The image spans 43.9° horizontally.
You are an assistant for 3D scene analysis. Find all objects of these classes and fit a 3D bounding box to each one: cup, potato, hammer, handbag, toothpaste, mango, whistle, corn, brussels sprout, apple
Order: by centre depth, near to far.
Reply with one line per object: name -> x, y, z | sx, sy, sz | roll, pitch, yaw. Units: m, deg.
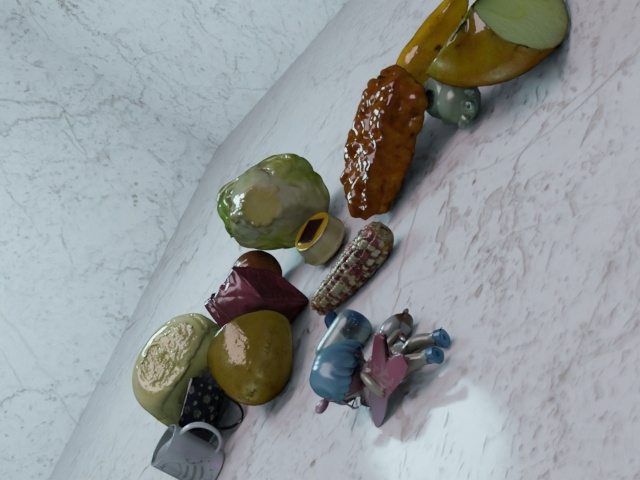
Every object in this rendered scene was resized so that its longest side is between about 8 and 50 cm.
apple -> 0.324, -0.393, 1.463 | 0.254, 0.179, 0.346 | 6, 39, 28
hammer -> 0.034, 0.169, 1.494 | 0.116, 0.069, 0.194 | -56, 12, 5
corn -> 0.059, 0.061, 1.588 | 0.237, 0.079, 0.079 | -49, 19, 26
whistle -> 0.265, -0.292, 1.617 | 0.244, 0.092, 0.110 | -126, 39, -68
potato -> -0.134, 0.267, 1.642 | 0.203, 0.178, 0.158 | -33, 40, 8
cup -> -0.277, 0.460, 1.702 | 0.136, 0.133, 0.099 | -41, 22, 42
handbag -> -0.237, 0.373, 1.759 | 0.072, 0.139, 0.115 | 75, -152, -70
handbag -> -0.143, 0.144, 1.767 | 0.135, 0.146, 0.225 | -53, -25, 14
toothpaste -> -0.275, 0.413, 1.837 | 0.099, 0.068, 0.282 | 75, -142, -67
mango -> 0.274, -0.468, 1.897 | 0.262, 0.109, 0.157 | -51, 8, 2
brussels sprout -> -0.114, -0.096, 2.007 | 0.316, 0.274, 0.242 | 177, 83, -72

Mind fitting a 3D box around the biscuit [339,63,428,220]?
biscuit -> 0.130, -0.225, 1.735 | 0.312, 0.110, 0.318 | -101, 24, -69

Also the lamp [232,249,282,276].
lamp -> -0.163, 0.092, 2.043 | 0.136, 0.136, 0.136 | -50, 19, 23

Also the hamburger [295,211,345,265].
hamburger -> 0.000, 0.000, 1.855 | 0.141, 0.081, 0.126 | -24, 37, 40

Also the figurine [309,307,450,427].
figurine -> 0.091, 0.177, 1.255 | 0.260, 0.103, 0.205 | -27, 35, 41

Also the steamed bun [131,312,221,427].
steamed bun -> -0.330, 0.315, 1.907 | 0.166, 0.232, 0.273 | 22, 75, 31
